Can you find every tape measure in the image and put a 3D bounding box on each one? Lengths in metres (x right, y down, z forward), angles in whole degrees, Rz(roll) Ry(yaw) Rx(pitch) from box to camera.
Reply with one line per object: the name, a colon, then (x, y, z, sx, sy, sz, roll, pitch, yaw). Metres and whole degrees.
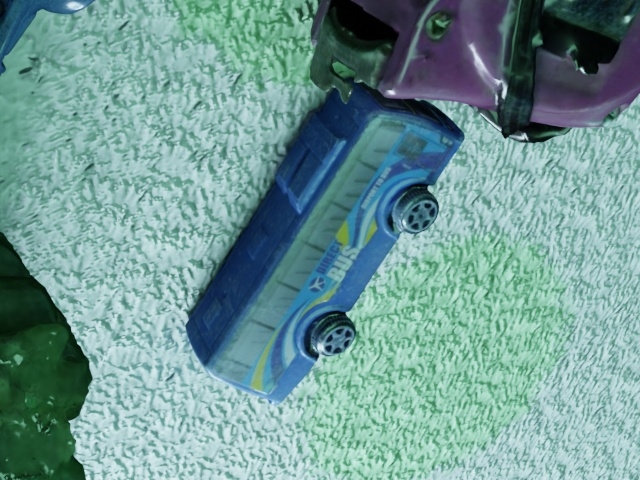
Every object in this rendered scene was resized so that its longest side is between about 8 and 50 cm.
tape measure: (0.136, -0.174, 0.706, 0.231, 0.149, 0.245, 6, 114, -32)

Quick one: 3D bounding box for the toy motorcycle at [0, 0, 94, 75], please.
toy motorcycle: (-0.144, -0.159, 0.597, 0.205, 0.076, 0.114, -39, 141, -2)

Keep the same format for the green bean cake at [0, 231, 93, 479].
green bean cake: (-0.217, 0.177, 0.625, 0.169, 0.308, 0.300, 0, 123, -35)

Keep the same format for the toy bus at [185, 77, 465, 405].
toy bus: (0.000, 0.001, 0.798, 0.094, 0.079, 0.237, 20, 109, -39)
